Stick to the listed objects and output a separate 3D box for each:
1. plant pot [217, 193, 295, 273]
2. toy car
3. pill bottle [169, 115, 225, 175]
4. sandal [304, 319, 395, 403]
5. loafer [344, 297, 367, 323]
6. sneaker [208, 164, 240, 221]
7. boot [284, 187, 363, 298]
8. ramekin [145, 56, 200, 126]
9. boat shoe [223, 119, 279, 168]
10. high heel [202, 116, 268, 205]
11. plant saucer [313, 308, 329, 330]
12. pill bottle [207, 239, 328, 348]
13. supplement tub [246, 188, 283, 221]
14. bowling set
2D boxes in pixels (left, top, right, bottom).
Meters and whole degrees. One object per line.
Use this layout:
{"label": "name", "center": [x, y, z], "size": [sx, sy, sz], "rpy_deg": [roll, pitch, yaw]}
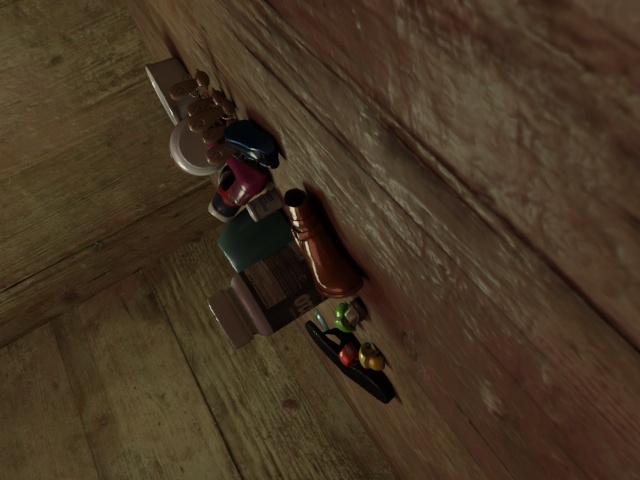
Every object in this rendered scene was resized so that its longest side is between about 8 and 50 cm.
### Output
{"label": "plant pot", "center": [-0.227, 0.019, 1.880], "size": [0.293, 0.235, 0.293], "rpy_deg": [52, 168, 15]}
{"label": "toy car", "center": [0.093, 0.309, 1.645], "size": [0.239, 0.053, 0.225], "rpy_deg": [-19, 94, 63]}
{"label": "pill bottle", "center": [-0.474, -0.368, 2.033], "size": [0.229, 0.228, 0.407], "rpy_deg": [62, 169, -14]}
{"label": "sandal", "center": [0.113, 0.415, 1.868], "size": [0.445, 0.107, 0.168], "rpy_deg": [33, 153, 40]}
{"label": "loafer", "center": [0.096, 0.208, 1.471], "size": [0.056, 0.050, 0.148], "rpy_deg": [54, 168, 25]}
{"label": "sneaker", "center": [-0.304, -0.214, 1.916], "size": [0.131, 0.148, 0.350], "rpy_deg": [31, -148, -21]}
{"label": "boot", "center": [0.000, 0.000, 1.276], "size": [0.283, 0.108, 0.220], "rpy_deg": [-125, 13, -59]}
{"label": "ramekin", "center": [-0.608, -0.627, 2.179], "size": [0.277, 0.135, 0.277], "rpy_deg": [56, 167, 20]}
{"label": "boat shoe", "center": [-0.194, -0.254, 1.415], "size": [0.258, 0.109, 0.089], "rpy_deg": [49, 169, 51]}
{"label": "high heel", "center": [-0.275, -0.316, 1.739], "size": [0.181, 0.127, 0.378], "rpy_deg": [-38, 73, 45]}
{"label": "plant saucer", "center": [0.000, 0.371, 2.407], "size": [0.119, 0.021, 0.119], "rpy_deg": [55, 169, 17]}
{"label": "pill bottle", "center": [-0.133, 0.149, 1.521], "size": [0.204, 0.360, 0.204], "rpy_deg": [56, 169, 17]}
{"label": "supplement tub", "center": [-0.187, -0.117, 1.730], "size": [0.071, 0.107, 0.071], "rpy_deg": [55, 169, 16]}
{"label": "bowling set", "center": [-0.330, -0.400, 1.634], "size": [0.200, 0.154, 0.287], "rpy_deg": [-99, -18, -67]}
